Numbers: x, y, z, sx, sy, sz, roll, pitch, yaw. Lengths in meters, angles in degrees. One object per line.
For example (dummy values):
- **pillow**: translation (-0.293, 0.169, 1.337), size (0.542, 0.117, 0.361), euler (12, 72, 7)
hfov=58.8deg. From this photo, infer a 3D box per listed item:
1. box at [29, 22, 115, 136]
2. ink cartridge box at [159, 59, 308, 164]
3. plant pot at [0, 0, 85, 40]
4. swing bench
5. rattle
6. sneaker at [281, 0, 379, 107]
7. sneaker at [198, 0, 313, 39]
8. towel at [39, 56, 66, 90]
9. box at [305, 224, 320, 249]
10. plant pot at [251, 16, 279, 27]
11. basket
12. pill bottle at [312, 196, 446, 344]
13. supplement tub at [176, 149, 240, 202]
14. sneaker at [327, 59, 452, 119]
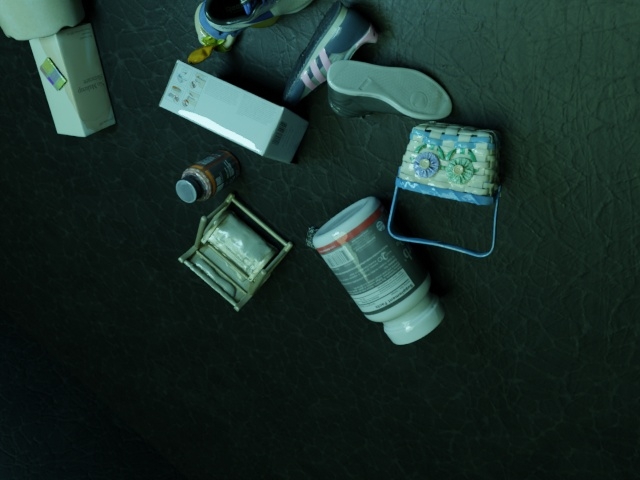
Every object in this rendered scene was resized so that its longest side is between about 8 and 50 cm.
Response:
- **box**: translation (-0.746, -0.486, 1.717), size (0.121, 0.148, 0.310), euler (11, 125, 24)
- **ink cartridge box**: translation (-0.206, -0.323, 1.481), size (0.310, 0.272, 0.130), euler (27, 98, 13)
- **plant pot**: translation (-0.796, -0.719, 1.509), size (0.334, 0.333, 0.305), euler (12, 134, 24)
- **swing bench**: translation (-0.267, 0.040, 1.760), size (0.253, 0.165, 0.254), euler (41, 136, 1)
- **rattle**: translation (-0.287, -0.560, 1.409), size (0.130, 0.143, 0.199), euler (43, 140, 25)
- **sneaker**: translation (0.015, -0.409, 1.351), size (0.131, 0.112, 0.319), euler (22, 146, -20)
- **sneaker**: translation (-0.120, -0.533, 1.218), size (0.316, 0.182, 0.127), euler (-28, 108, 2)
- **towel**: translation (-0.771, -0.480, 1.635), size (0.060, 0.009, 0.083), euler (-27, 105, 37)
- **box**: translation (0.000, 0.000, 1.667), size (0.083, 0.018, 0.067), euler (22, 128, 17)
- **plant pot**: translation (-0.172, -0.570, 1.358), size (0.134, 0.095, 0.134), euler (15, 126, 22)
- **basket**: translation (0.287, -0.120, 1.303), size (0.255, 0.201, 0.288), euler (11, 114, 23)
- **pill bottle**: translation (0.160, 0.083, 1.501), size (0.210, 0.210, 0.362), euler (-28, 103, 39)
- **supplement tub**: translation (-0.325, -0.180, 1.626), size (0.106, 0.198, 0.105), euler (15, 124, 23)
- **sneaker**: translation (0.151, -0.333, 1.329), size (0.296, 0.104, 0.147), euler (13, 171, -6)
